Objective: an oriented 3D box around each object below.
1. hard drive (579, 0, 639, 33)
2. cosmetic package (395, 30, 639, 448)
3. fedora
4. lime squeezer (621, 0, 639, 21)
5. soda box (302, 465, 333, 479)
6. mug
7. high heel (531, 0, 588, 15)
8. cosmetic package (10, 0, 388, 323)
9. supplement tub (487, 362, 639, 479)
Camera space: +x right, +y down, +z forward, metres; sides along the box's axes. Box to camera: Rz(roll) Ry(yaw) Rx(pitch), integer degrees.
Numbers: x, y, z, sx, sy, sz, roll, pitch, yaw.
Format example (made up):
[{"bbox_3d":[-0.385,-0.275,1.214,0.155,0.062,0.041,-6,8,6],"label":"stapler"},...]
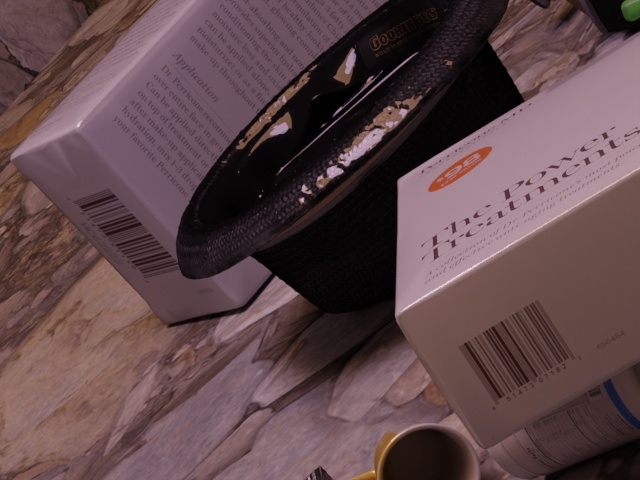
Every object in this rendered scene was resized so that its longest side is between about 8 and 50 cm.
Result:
[{"bbox_3d":[0.263,-0.247,1.546,0.172,0.054,0.254,-8,36,3],"label":"hard drive"},{"bbox_3d":[0.221,-0.061,1.097,0.377,0.097,0.284,-32,10,10],"label":"cosmetic package"},{"bbox_3d":[0.049,-0.054,1.530,0.334,0.152,0.334,-41,16,15],"label":"fedora"},{"bbox_3d":[0.250,-0.167,1.071,0.310,0.059,0.110,-20,18,48],"label":"lime squeezer"},{"bbox_3d":[0.002,0.202,1.169,0.060,0.053,0.169,-40,16,7],"label":"soda box"},{"bbox_3d":[0.053,0.136,1.199,0.064,0.078,0.062,-156,78,-81],"label":"mug"},{"bbox_3d":[0.259,-0.277,1.663,0.186,0.093,0.261,-56,17,1],"label":"high heel"},{"bbox_3d":[-0.054,-0.160,1.892,0.453,0.230,0.161,-50,18,-28],"label":"cosmetic package"},{"bbox_3d":[0.147,0.087,1.109,0.107,0.071,0.071,-28,22,38],"label":"supplement tub"}]
